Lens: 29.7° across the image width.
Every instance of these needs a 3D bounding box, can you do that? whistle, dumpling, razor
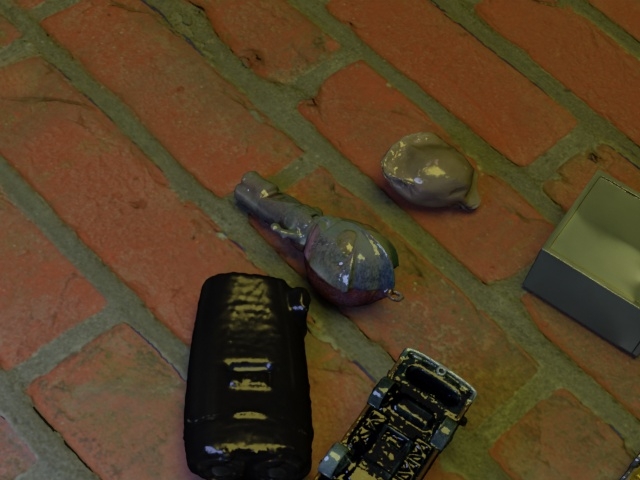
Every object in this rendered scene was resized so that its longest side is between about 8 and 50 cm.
[{"bbox_3d":[-0.001,0.001,1.952,0.346,0.134,0.142,35,58,25],"label":"whistle"},{"bbox_3d":[0.195,-0.121,2.082,0.199,0.118,0.136,24,52,-22],"label":"dumpling"},{"bbox_3d":[-0.103,0.202,1.784,0.189,0.107,0.327,6,53,-8],"label":"razor"}]

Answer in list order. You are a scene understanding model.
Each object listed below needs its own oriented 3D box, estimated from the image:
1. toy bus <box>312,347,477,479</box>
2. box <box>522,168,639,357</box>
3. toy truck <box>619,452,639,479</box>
[{"bbox_3d":[0.096,0.306,1.718,0.138,0.167,0.275,32,59,11],"label":"toy bus"},{"bbox_3d":[0.497,0.036,2.027,0.225,0.117,0.225,33,54,13],"label":"box"},{"bbox_3d":[0.483,0.373,1.782,0.098,0.114,0.227,40,57,16],"label":"toy truck"}]
